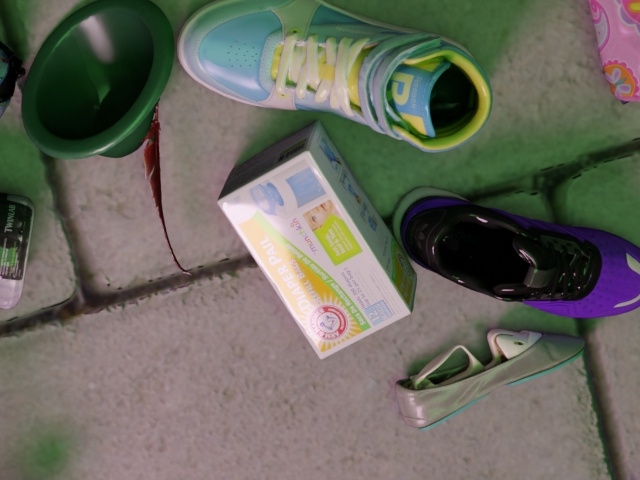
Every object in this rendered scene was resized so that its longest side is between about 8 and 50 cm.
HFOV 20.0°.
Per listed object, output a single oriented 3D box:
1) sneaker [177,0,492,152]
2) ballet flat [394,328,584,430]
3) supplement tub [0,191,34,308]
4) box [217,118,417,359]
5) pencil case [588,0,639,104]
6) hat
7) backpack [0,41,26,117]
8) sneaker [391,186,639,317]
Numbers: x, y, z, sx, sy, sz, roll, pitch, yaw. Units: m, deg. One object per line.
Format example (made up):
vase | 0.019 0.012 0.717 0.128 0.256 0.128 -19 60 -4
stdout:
sneaker | 0.023 -0.169 1.782 0.319 0.208 0.127 6 102 -10
ballet flat | 0.179 0.133 1.942 0.213 0.072 0.068 -25 100 -3
supplement tub | -0.384 -0.001 1.795 0.190 0.117 0.117 9 100 -10
box | 0.000 0.000 1.852 0.114 0.103 0.203 -29 105 16
pencil case | 0.331 -0.281 1.861 0.124 0.124 0.284 -17 105 -6
hat | -0.186 -0.116 1.844 0.208 0.173 0.183 -60 143 -8
backpack | -0.366 -0.133 1.742 0.117 0.173 0.158 34 95 -14
sneaker | 0.223 0.029 1.887 0.293 0.146 0.102 13 99 -11
